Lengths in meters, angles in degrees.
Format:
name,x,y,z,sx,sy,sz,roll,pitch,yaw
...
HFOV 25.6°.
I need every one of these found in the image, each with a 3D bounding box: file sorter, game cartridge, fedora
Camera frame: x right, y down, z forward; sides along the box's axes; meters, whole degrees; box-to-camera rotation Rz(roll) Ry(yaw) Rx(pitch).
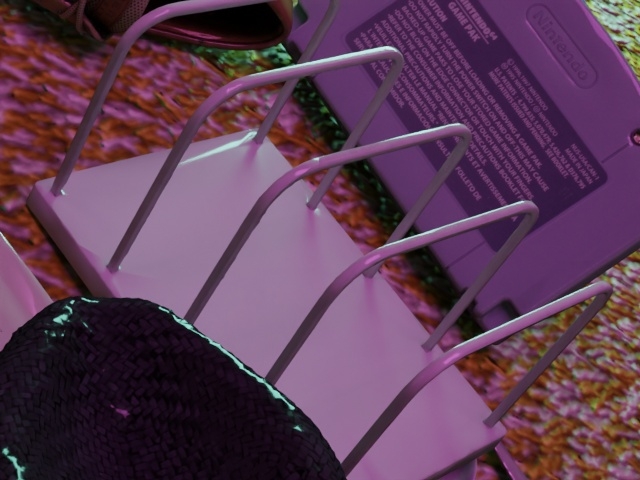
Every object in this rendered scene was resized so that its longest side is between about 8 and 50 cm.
name,x,y,z,sx,sy,sz,roll,pitch,yaw
file sorter,0.000,0.000,0.834,0.193,0.173,0.278,-18,61,-44
game cartridge,0.123,-0.098,1.033,0.198,0.062,0.297,-33,75,-4
fedora,-0.074,0.136,0.563,0.334,0.152,0.334,10,36,-8

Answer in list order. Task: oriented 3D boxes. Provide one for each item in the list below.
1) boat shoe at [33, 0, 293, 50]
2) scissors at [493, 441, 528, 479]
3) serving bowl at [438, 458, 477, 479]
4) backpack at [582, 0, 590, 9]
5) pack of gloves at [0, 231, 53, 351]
name,x,y,z,sx,sy,sz,roll,pitch,yaw
boat shoe,-0.147,-0.201,0.957,0.324,0.123,0.116,4,56,-33
scissors,0.178,0.239,0.908,0.297,0.021,0.109,48,44,4
serving bowl,0.058,0.135,0.900,0.083,0.027,0.083,21,46,-23
backpack,0.140,-0.192,1.163,0.182,0.152,0.115,46,47,-13
pack of gloves,-0.176,0.123,0.734,0.232,0.046,0.195,51,42,-6
